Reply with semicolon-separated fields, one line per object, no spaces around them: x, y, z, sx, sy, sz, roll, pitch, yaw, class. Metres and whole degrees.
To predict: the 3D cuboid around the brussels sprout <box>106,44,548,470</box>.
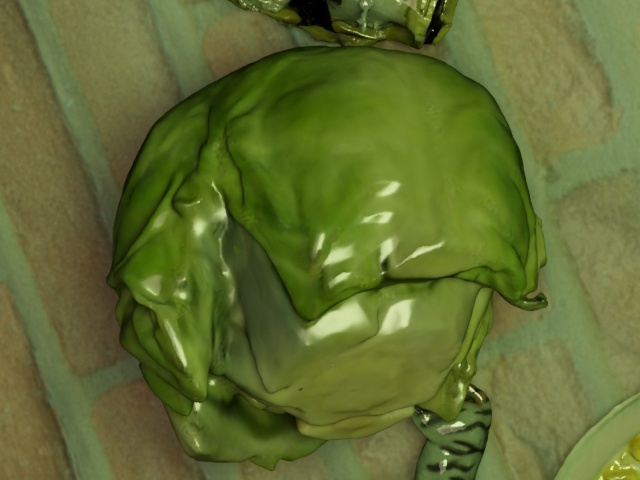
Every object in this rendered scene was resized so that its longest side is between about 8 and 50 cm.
-0.002;-0.010;1.893;0.425;0.342;0.361;-23;54;7;brussels sprout

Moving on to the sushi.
-0.005;-0.260;1.966;0.291;0.131;0.139;15;98;4;sushi

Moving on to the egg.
0.350;0.272;1.915;0.162;0.206;0.271;40;88;-23;egg

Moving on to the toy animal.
0.104;0.262;2.020;0.170;0.090;0.255;-6;97;10;toy animal
